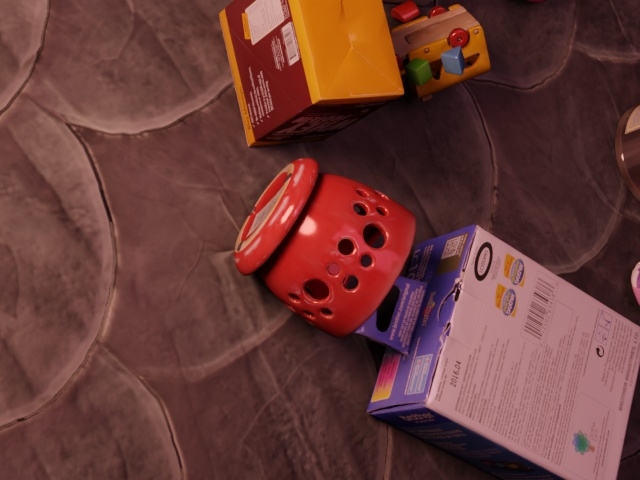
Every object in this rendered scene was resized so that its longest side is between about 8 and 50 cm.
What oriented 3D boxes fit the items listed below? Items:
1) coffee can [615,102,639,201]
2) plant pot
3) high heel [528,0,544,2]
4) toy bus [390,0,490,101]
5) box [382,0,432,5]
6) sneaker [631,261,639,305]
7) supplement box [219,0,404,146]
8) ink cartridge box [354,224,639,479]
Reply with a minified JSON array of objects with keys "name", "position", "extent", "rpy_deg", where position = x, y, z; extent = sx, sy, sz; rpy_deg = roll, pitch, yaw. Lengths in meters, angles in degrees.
[{"name":"coffee can","position":[0.645,-0.170,1.739],"extent":[0.201,0.275,0.201],"rpy_deg":[8,73,-29]},{"name":"plant pot","position":[0.000,0.000,1.364],"extent":[0.174,0.191,0.191],"rpy_deg":[34,63,-13]},{"name":"high heel","position":[0.277,-0.485,1.616],"extent":[0.127,0.181,0.377],"rpy_deg":[-46,122,3]},{"name":"toy bus","position":[0.143,-0.255,1.556],"extent":[0.191,0.202,0.104],"rpy_deg":[-52,136,-36]},{"name":"box","position":[0.120,-0.429,1.544],"extent":[0.181,0.182,0.119],"rpy_deg":[-2,78,-32]},{"name":"sneaker","position":[0.611,0.057,1.764],"extent":[0.236,0.104,0.095],"rpy_deg":[-11,85,-32]},{"name":"supplement box","position":[-0.017,-0.244,1.406],"extent":[0.129,0.194,0.191],"rpy_deg":[-9,82,-33]},{"name":"ink cartridge box","position":[0.238,0.163,1.485],"extent":[0.395,0.151,0.270],"rpy_deg":[31,63,-23]}]
